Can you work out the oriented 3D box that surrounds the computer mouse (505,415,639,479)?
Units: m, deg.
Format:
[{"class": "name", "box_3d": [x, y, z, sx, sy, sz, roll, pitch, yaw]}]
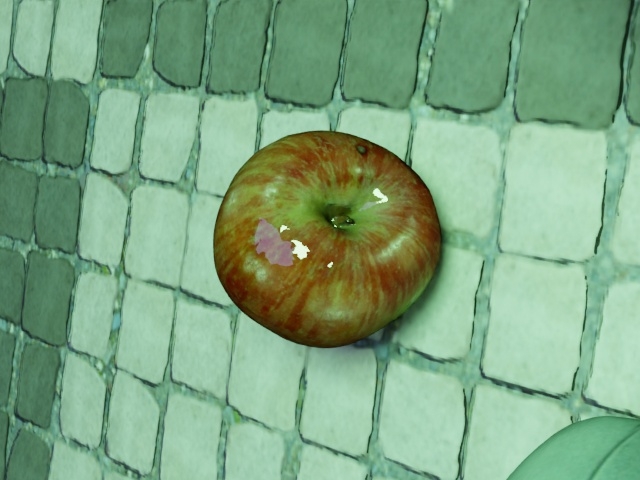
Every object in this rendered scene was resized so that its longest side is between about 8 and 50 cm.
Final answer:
[{"class": "computer mouse", "box_3d": [0.139, 0.274, 0.681, 0.188, 0.122, 0.371, -34, 55, 53]}]

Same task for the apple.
[{"class": "apple", "box_3d": [0.000, 0.000, 0.873, 0.131, 0.146, 0.146, 128, 132, -62]}]
